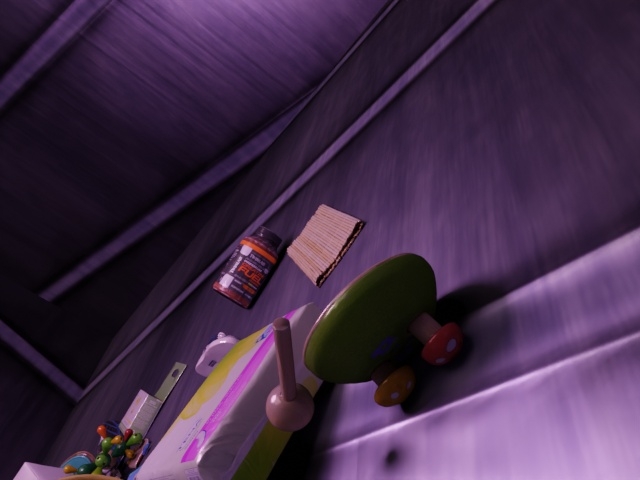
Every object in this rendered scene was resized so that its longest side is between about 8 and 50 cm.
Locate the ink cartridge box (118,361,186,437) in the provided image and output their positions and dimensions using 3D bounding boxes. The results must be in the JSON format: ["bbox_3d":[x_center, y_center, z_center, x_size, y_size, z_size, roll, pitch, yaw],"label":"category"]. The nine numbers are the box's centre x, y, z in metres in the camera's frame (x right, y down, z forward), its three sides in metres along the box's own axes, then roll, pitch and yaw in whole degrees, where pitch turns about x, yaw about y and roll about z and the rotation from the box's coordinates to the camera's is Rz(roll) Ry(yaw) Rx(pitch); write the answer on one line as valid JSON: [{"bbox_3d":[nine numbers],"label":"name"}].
[{"bbox_3d":[-0.477,0.442,1.637,0.235,0.056,0.171,-63,17,-19],"label":"ink cartridge box"}]

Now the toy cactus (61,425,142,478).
[{"bbox_3d":[-0.558,0.552,1.467,0.219,0.112,0.180,-41,-7,-21],"label":"toy cactus"}]

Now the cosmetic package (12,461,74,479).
[{"bbox_3d":[-0.731,0.761,1.409,0.197,0.155,0.365,25,76,39],"label":"cosmetic package"}]

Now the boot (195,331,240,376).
[{"bbox_3d":[-0.222,0.234,1.298,0.190,0.069,0.086,-41,24,44],"label":"boot"}]

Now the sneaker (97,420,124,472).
[{"bbox_3d":[-0.594,0.599,1.645,0.211,0.080,0.081,-135,55,-71],"label":"sneaker"}]

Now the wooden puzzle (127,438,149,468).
[{"bbox_3d":[-0.458,0.539,1.462,0.116,0.014,0.078,-26,37,59],"label":"wooden puzzle"}]

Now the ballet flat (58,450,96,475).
[{"bbox_3d":[-0.705,0.731,1.615,0.342,0.116,0.124,-64,-14,-1],"label":"ballet flat"}]

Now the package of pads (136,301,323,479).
[{"bbox_3d":[-0.114,0.243,0.837,0.229,0.101,0.296,-35,13,47],"label":"package of pads"}]

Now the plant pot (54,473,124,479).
[{"bbox_3d":[-0.372,0.533,0.869,0.254,0.254,0.238,-93,25,-65],"label":"plant pot"}]

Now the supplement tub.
[{"bbox_3d":[-0.176,0.063,1.446,0.197,0.106,0.106,-59,17,-12],"label":"supplement tub"}]

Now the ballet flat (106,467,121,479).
[{"bbox_3d":[-0.527,0.612,1.471,0.041,0.041,0.114,-56,18,-4],"label":"ballet flat"}]

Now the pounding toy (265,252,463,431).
[{"bbox_3d":[0.064,0.125,0.624,0.237,0.110,0.182,-25,-36,-32],"label":"pounding toy"}]

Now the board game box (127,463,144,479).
[{"bbox_3d":[-0.351,0.515,1.147,0.210,0.047,0.160,-42,21,37],"label":"board game box"}]

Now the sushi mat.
[{"bbox_3d":[0.000,0.000,1.233,0.151,0.019,0.316,-54,16,0],"label":"sushi mat"}]
